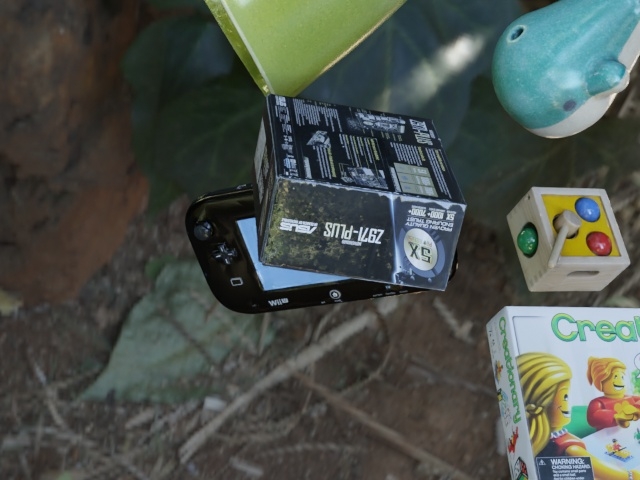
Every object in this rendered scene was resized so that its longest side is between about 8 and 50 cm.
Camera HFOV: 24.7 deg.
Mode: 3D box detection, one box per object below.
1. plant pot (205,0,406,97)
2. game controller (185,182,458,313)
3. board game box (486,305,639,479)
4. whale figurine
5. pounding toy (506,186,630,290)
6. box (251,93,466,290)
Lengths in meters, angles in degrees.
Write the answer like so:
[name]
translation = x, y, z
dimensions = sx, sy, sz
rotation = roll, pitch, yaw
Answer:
[plant pot]
translation = 0.014, -0.314, 1.354
dimensions = 0.294, 0.275, 0.274
rotation = -31, 62, -1
[game controller]
translation = 0.000, 0.000, 1.711
dimensions = 0.319, 0.166, 0.067
rotation = -9, 19, 24
[board game box]
translation = 0.316, 0.160, 1.363
dimensions = 0.305, 0.053, 0.193
rotation = 1, 64, -18
[whale figurine]
translation = 0.330, -0.261, 1.858
dimensions = 0.141, 0.272, 0.216
rotation = 33, 23, -28
[pounding toy]
translation = 0.301, 0.000, 1.799
dimensions = 0.141, 0.100, 0.130
rotation = 1, 59, -25
[box]
translation = 0.025, -0.042, 1.169
dimensions = 0.147, 0.077, 0.180
rotation = 8, 25, -9
